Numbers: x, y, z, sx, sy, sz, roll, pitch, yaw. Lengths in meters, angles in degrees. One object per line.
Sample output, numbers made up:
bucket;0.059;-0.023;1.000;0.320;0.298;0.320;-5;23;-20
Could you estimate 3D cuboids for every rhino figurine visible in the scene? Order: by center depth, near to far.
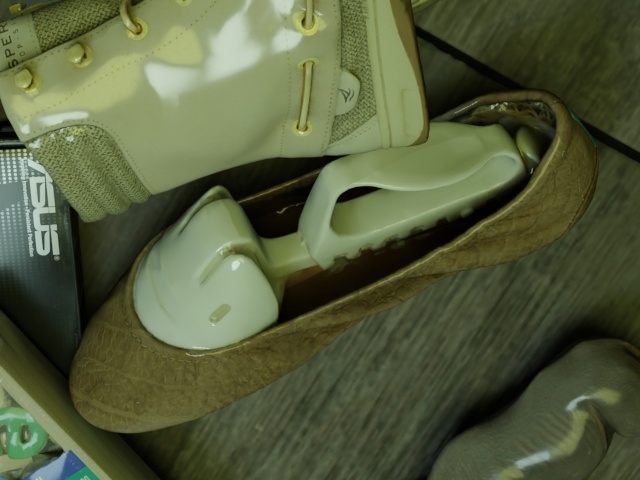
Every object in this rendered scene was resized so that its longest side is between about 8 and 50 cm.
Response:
rhino figurine;0.133;0.154;0.835;0.243;0.073;0.106;-41;114;12

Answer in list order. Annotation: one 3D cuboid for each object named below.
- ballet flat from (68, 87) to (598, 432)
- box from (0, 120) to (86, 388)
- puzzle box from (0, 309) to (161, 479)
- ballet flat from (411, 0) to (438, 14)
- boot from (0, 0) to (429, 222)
ballet flat;0.000;0.000;0.716;0.342;0.116;0.124;-22;153;-1
box;-0.236;0.024;0.760;0.184;0.045;0.190;-1;113;-3
puzzle box;-0.287;0.245;0.814;0.409;0.052;0.272;-32;118;11
ballet flat;0.005;-0.141;0.698;0.248;0.086;0.086;-25;112;4
boot;-0.068;-0.130;0.588;0.204;0.095;0.262;-15;132;3
